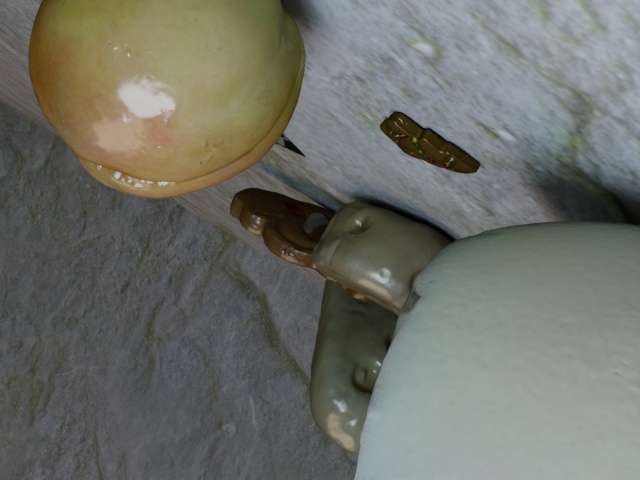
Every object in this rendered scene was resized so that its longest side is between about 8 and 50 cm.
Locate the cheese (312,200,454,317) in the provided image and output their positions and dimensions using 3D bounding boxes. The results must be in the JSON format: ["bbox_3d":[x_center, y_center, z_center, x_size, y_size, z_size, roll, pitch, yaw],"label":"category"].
[{"bbox_3d":[0.093,0.032,1.192,0.218,0.117,0.235,29,175,24],"label":"cheese"}]

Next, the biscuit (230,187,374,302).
[{"bbox_3d":[0.001,-0.003,1.388,0.295,0.044,0.186,27,-157,11],"label":"biscuit"}]

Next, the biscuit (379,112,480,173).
[{"bbox_3d":[0.090,-0.076,0.784,0.092,0.016,0.082,30,174,16],"label":"biscuit"}]

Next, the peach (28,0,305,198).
[{"bbox_3d":[-0.104,-0.118,0.625,0.184,0.184,0.184,30,174,3],"label":"peach"}]

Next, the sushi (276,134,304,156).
[{"bbox_3d":[-0.191,-0.181,1.110,0.290,0.050,0.264,26,173,28],"label":"sushi"}]

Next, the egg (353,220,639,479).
[{"bbox_3d":[0.241,0.167,0.616,0.340,0.354,0.354,5,161,32],"label":"egg"}]

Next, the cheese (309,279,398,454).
[{"bbox_3d":[0.142,0.199,1.391,0.351,0.328,0.129,27,133,-3],"label":"cheese"}]
